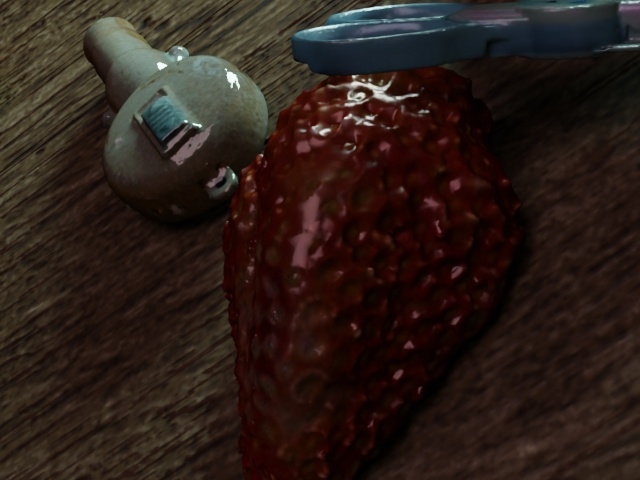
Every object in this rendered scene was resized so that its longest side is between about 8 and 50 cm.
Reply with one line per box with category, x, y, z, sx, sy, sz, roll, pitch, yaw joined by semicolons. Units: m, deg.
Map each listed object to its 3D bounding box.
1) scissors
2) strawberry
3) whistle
scissors;0.117;-0.104;0.710;0.256;0.030;0.125;0;16;19
strawberry;0.006;-0.002;0.715;0.175;0.107;0.236;-23;46;21
whistle;-0.100;-0.084;0.906;0.107;0.057;0.220;-43;40;4
